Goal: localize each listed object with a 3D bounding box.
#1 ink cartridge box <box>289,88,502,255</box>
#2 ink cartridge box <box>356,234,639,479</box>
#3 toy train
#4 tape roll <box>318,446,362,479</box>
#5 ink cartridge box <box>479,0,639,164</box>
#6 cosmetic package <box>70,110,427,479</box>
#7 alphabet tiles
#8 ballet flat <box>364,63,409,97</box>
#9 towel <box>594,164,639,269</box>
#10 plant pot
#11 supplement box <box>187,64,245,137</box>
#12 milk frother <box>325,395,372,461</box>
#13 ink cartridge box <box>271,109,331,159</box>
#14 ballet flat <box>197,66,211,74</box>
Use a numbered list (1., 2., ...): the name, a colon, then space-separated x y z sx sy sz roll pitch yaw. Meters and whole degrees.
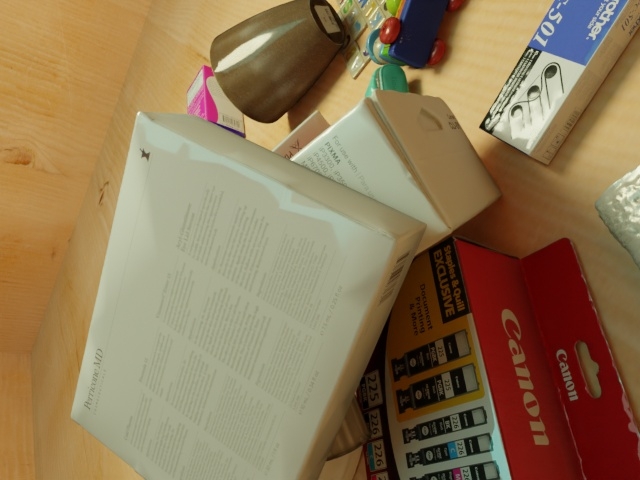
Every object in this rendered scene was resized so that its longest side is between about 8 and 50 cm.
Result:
1. ink cartridge box: 0.007 -0.006 0.708 0.385 0.279 0.160 -35 85 30
2. ink cartridge box: 0.172 0.166 0.618 0.272 0.130 0.309 -37 49 43
3. toy train: 0.157 -0.405 0.896 0.247 0.105 0.143 -71 21 6
4. tape roll: -0.081 0.301 0.790 0.100 0.286 0.286 34 106 55
5. ink cartridge box: 0.289 -0.206 0.669 0.207 0.046 0.097 -61 38 19
6. cosmetic package: -0.098 0.096 0.567 0.285 0.097 0.377 27 111 19
7. alphabet tiles: 0.093 -0.459 1.075 0.198 0.009 0.237 -47 44 35
8. ballet flat: 0.115 -0.164 0.887 0.087 0.083 0.247 119 152 -63
9. towel: 0.392 -0.042 0.459 0.282 0.049 0.187 -45 44 37
10. plant pot: -0.070 -0.389 1.129 0.230 0.215 0.215 -24 58 36
11. supplement box: -0.281 -0.341 1.467 0.114 0.111 0.220 -40 47 41
12. milk frother: 0.007 0.171 0.669 0.129 0.143 0.134 -24 86 52
13. ink cartridge box: -0.056 -0.141 0.972 0.261 0.066 0.296 -29 17 46
14. ballet flat: -0.325 -0.494 1.658 0.173 0.049 0.057 11 131 56
